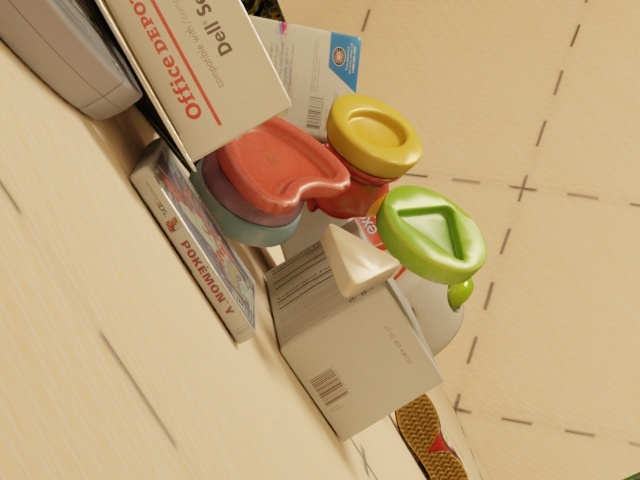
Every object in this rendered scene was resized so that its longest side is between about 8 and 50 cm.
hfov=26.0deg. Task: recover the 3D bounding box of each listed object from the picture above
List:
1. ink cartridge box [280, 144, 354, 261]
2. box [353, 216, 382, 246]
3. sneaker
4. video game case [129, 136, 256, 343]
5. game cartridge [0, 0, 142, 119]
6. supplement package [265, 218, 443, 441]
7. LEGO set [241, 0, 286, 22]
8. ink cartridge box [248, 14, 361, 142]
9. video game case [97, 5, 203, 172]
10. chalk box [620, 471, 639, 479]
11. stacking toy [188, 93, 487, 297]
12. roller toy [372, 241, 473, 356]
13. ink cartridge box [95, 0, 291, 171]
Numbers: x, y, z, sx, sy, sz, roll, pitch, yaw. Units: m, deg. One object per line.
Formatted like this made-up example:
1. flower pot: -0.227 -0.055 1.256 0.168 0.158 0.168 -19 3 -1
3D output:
1. ink cartridge box: 0.000 0.000 1.799 0.172 0.100 0.237 -93 165 -81
2. box: 0.033 -0.047 2.547 0.300 0.142 0.154 58 4 -13
3. sneaker: 0.166 0.312 2.152 0.084 0.069 0.186 106 -41 -84
4. video game case: -0.117 -0.006 1.329 0.183 0.023 0.201 58 5 -12
5. game cartridge: -0.248 -0.221 1.132 0.198 0.062 0.297 65 7 27
6. supplement package: 0.033 0.096 1.594 0.139 0.133 0.244 57 5 -18
7. LEGO set: -0.134 -0.254 1.841 0.255 0.192 0.331 -107 175 -67
8. ink cartridge box: -0.071 -0.197 1.678 0.078 0.231 0.134 4 -92 60
9. video game case: -0.202 -0.185 1.611 0.274 0.026 0.196 52 8 -51
10. chalk box: 0.290 0.426 1.643 0.180 0.289 0.179 62 -28 13
11. stacking toy: 0.016 -0.019 1.539 0.309 0.130 0.279 -9 53 -44
12. roller toy: 0.102 0.094 2.065 0.191 0.209 0.146 0 -51 52
13. ink cartridge box: -0.133 -0.206 1.364 0.207 0.119 0.353 62 -1 -17
